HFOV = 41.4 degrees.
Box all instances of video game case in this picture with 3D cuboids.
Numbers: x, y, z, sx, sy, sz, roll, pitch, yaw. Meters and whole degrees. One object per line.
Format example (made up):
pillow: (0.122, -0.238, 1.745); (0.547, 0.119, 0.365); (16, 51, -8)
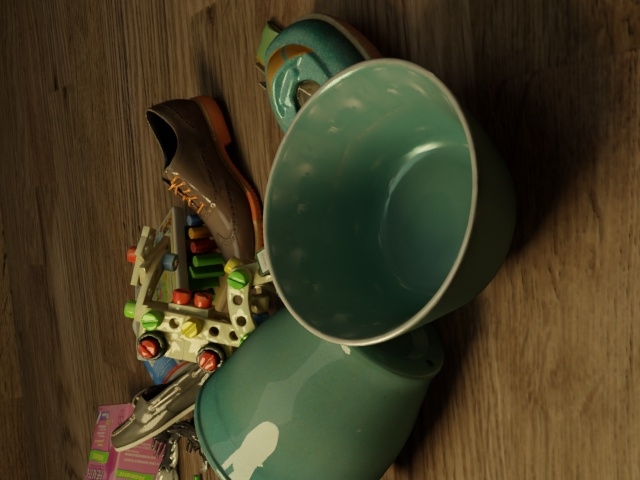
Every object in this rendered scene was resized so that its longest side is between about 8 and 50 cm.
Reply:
video game case: (-0.305, 0.083, 1.613); (0.206, 0.026, 0.226); (-48, 40, 41)

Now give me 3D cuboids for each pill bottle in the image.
pill bottle: (-0.292, 0.224, 1.683); (0.221, 0.124, 0.124); (46, 133, 45)

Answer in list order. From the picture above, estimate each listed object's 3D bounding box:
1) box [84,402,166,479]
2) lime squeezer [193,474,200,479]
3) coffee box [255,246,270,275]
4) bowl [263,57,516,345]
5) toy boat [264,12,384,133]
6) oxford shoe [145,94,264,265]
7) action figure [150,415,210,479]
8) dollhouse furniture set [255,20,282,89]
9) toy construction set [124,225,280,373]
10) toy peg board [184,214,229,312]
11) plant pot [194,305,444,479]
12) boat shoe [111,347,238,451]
box: (-0.432, 0.493, 1.888); (0.214, 0.117, 0.242); (-19, 60, 57)
lime squeezer: (-0.282, 0.653, 1.782); (0.310, 0.110, 0.059); (-67, 14, -9)
coffee box: (0.000, 0.000, 1.187); (0.184, 0.113, 0.040); (-34, 67, 49)
bowl: (0.095, -0.032, 0.955); (0.312, 0.163, 0.311); (-12, 73, 44)
toy boat: (0.009, -0.252, 1.097); (0.267, 0.148, 0.318); (46, 132, 41)
oxford shoe: (-0.206, -0.084, 1.475); (0.130, 0.133, 0.363); (-47, 61, 49)
action figure: (-0.229, 0.393, 1.594); (0.276, 0.164, 0.140); (163, 111, -67)
dollhouse furniture set: (-0.077, -0.280, 1.312); (0.151, 0.059, 0.076); (48, 133, 42)
toy construction set: (-0.192, 0.091, 1.360); (0.328, 0.151, 0.214); (14, 104, 26)
toy peg board: (-0.231, 0.032, 1.593); (0.160, 0.079, 0.161); (58, 140, 33)
plant pot: (0.014, 0.183, 1.094); (0.255, 0.272, 0.271); (-55, 50, 28)
boat shoe: (-0.253, 0.262, 1.511); (0.335, 0.112, 0.095); (-31, 97, 15)
